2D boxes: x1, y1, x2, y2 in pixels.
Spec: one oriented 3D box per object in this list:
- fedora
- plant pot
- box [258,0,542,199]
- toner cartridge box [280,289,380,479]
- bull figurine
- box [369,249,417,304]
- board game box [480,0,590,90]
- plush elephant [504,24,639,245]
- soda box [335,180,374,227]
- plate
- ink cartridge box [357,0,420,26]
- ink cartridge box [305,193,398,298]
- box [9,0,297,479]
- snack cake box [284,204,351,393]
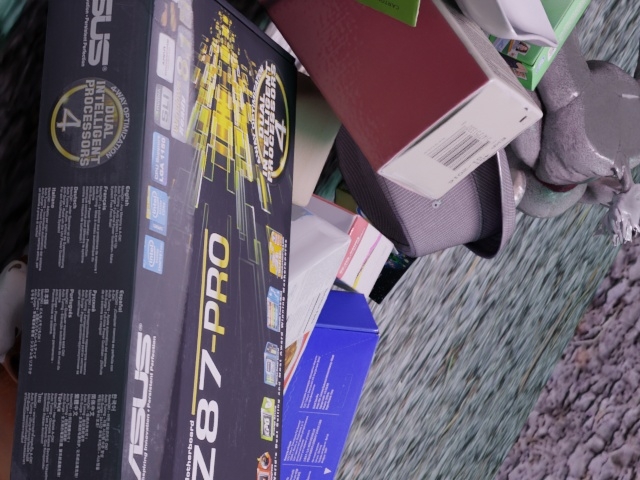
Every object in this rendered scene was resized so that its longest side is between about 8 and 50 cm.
[{"bbox_3d":[0.093,-0.093,2.014,0.124,0.244,0.275,-24,115,-14],"label":"fedora"},{"bbox_3d":[-0.058,-0.101,1.706,0.096,0.109,0.109,5,111,-59],"label":"plant pot"},{"bbox_3d":[0.059,-0.168,1.655,0.127,0.232,0.148,-39,159,13],"label":"box"},{"bbox_3d":[-0.067,0.207,1.986,0.075,0.165,0.347,-110,-148,-57],"label":"toner cartridge box"},{"bbox_3d":[-0.217,0.087,1.510,0.188,0.101,0.310,-53,159,-35],"label":"bull figurine"},{"bbox_3d":[0.124,-0.030,2.261,0.159,0.044,0.233,-51,178,-24],"label":"box"},{"bbox_3d":[0.189,-0.315,1.908,0.317,0.213,0.046,-56,161,-21],"label":"board game box"},{"bbox_3d":[0.308,-0.134,2.482,0.272,0.255,0.330,3,78,-30],"label":"plush elephant"},{"bbox_3d":[0.085,-0.081,2.193,0.181,0.058,0.061,-50,157,-36],"label":"soda box"},{"bbox_3d":[0.117,-0.289,1.689,0.045,0.277,0.278,-25,177,15],"label":"plate"},{"bbox_3d":[-0.011,-0.265,1.457,0.097,0.189,0.255,-51,158,-37],"label":"ink cartridge box"},{"bbox_3d":[0.000,0.000,1.971,0.067,0.115,0.198,-64,162,-3],"label":"ink cartridge box"},{"bbox_3d":[-0.114,0.013,1.462,0.318,0.097,0.394,29,62,-68],"label":"box"},{"bbox_3d":[-0.084,0.101,1.760,0.152,0.089,0.264,-35,154,-54],"label":"snack cake box"}]
